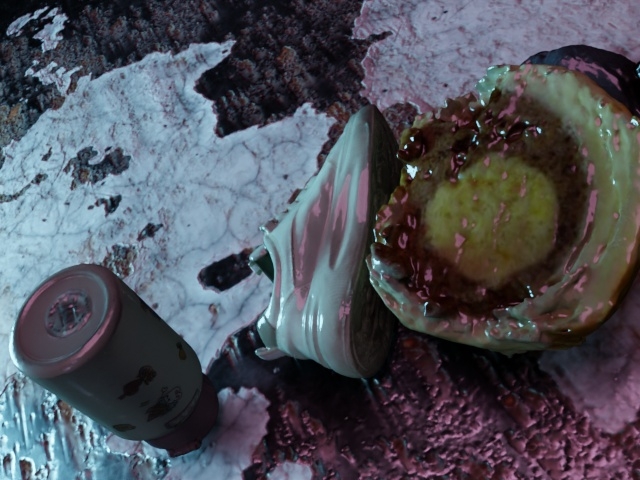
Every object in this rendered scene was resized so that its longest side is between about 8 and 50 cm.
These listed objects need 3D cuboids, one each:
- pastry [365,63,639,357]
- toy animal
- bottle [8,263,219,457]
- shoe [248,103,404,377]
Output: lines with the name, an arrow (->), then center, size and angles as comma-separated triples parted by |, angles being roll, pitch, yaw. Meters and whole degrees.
pastry -> 0.188, -0.018, 0.693 | 0.236, 0.170, 0.256 | 7, 72, 36
toy animal -> 0.310, -0.161, 0.837 | 0.210, 0.121, 0.117 | -4, 96, 43
bottle -> -0.173, 0.124, 0.710 | 0.110, 0.233, 0.110 | -11, 54, 16
shoe -> 0.000, 0.000, 0.812 | 0.159, 0.124, 0.316 | -11, 50, 26
